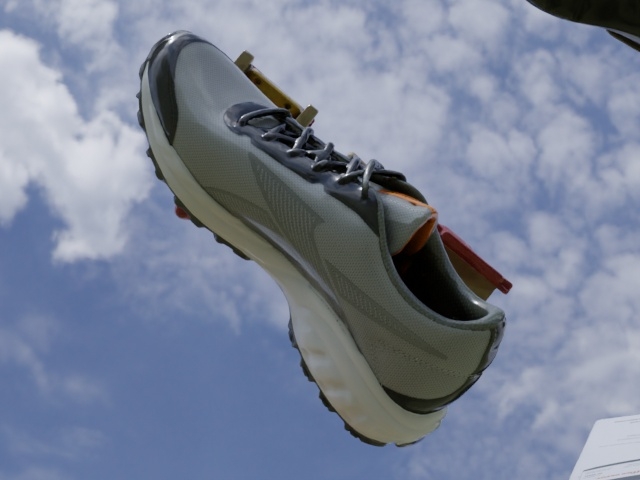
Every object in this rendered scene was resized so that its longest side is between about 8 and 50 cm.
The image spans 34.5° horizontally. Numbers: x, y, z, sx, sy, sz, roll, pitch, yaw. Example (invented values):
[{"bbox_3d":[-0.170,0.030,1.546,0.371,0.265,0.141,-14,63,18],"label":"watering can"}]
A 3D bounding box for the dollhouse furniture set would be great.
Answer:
[{"bbox_3d":[0.000,0.000,1.098,0.374,0.152,0.201,41,-87,-2],"label":"dollhouse furniture set"}]

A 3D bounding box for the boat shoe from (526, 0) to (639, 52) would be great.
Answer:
[{"bbox_3d":[0.285,-0.200,0.821,0.323,0.120,0.123,24,-69,-13],"label":"boat shoe"}]

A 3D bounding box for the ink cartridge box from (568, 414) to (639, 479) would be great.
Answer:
[{"bbox_3d":[0.365,0.376,1.075,0.166,0.395,0.286,-13,-85,25],"label":"ink cartridge box"}]

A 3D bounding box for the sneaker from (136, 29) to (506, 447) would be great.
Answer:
[{"bbox_3d":[0.001,-0.021,0.579,0.271,0.100,0.108,51,-56,12],"label":"sneaker"}]
